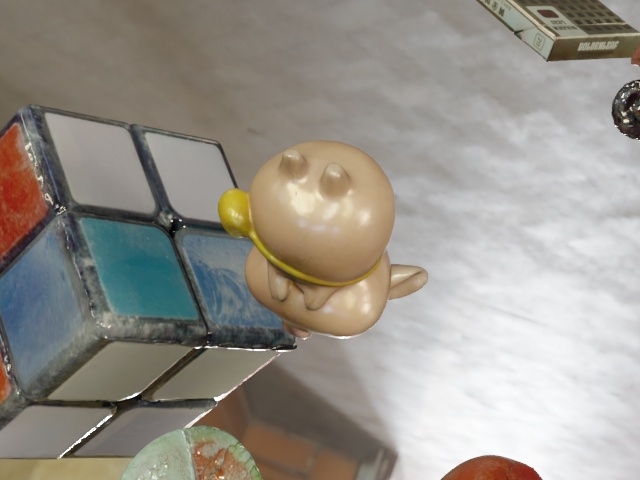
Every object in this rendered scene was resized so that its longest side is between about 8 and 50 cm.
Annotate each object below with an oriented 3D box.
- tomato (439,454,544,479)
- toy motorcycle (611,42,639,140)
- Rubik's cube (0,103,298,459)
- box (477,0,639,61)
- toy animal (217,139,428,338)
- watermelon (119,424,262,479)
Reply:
[{"bbox_3d":[0.255,0.413,1.899,0.184,0.208,0.208,-28,134,29],"label":"tomato"},{"bbox_3d":[0.405,-0.162,1.346,0.213,0.118,0.084,1,-174,22],"label":"toy motorcycle"},{"bbox_3d":[-0.271,0.063,1.576,0.316,0.318,0.313,10,140,-47],"label":"Rubik's cube"},{"bbox_3d":[0.318,-0.373,1.991,0.180,0.047,0.325,-8,-138,-33],"label":"box"},{"bbox_3d":[-0.002,-0.002,1.242,0.165,0.149,0.248,33,160,19],"label":"toy animal"},{"bbox_3d":[-0.069,0.138,0.668,0.085,0.085,0.061,35,-164,-34],"label":"watermelon"}]
